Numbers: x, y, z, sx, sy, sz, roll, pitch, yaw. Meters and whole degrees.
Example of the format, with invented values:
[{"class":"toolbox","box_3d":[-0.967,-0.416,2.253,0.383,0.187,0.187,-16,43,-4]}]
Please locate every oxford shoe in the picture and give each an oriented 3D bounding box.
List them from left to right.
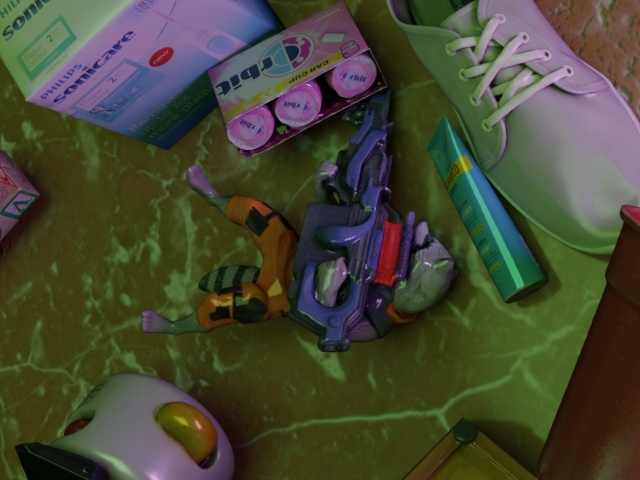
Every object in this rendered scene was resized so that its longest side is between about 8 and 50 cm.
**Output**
[{"class":"oxford shoe","box_3d":[0.198,-0.174,1.522,0.169,0.130,0.449,-36,71,15]}]

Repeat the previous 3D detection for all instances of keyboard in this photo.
[{"class":"keyboard","box_3d":[-0.220,0.348,1.575,0.201,0.317,0.033,19,49,30]}]

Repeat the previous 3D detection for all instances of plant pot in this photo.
[{"class":"plant pot","box_3d":[0.347,0.144,1.344,0.272,0.272,0.265,30,103,26]}]

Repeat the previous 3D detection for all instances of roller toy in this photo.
[{"class":"roller toy","box_3d":[-0.200,0.247,1.601,0.191,0.209,0.146,17,47,22]}]

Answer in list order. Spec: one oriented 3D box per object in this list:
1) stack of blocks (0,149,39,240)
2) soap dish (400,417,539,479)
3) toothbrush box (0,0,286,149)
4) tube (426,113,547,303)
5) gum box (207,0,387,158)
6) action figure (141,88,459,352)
[{"class":"stack of blocks","box_3d":[-0.490,0.014,1.792,0.297,0.171,0.087,-47,66,11]},{"class":"soap dish","box_3d":[0.171,0.332,1.421,0.229,0.118,0.291,-42,63,-18]},{"class":"toothbrush box","box_3d":[-0.200,-0.239,1.625,0.216,0.295,0.126,-39,68,14]},{"class":"tube","box_3d":[0.173,-0.033,1.549,0.052,0.080,0.207,-19,70,-24]},{"class":"gum box","box_3d":[-0.032,-0.180,1.620,0.188,0.062,0.107,-27,42,5]},{"class":"action figure","box_3d":[0.000,0.000,1.607,0.330,0.178,0.341,8,56,20]}]
